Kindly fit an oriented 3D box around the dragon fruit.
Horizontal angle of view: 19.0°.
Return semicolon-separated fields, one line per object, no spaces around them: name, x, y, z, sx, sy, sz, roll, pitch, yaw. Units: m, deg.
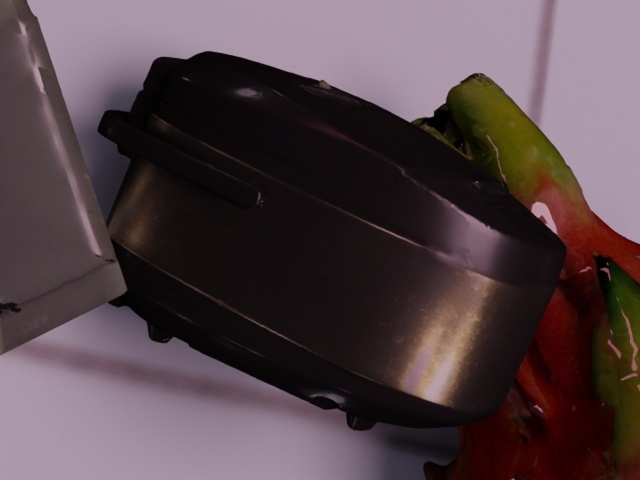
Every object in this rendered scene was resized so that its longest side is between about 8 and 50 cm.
dragon fruit;0.113;0.076;0.751;0.198;0.200;0.269;-33;70;-29

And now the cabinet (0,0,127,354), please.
cabinet;-0.179;-0.054;0.506;0.145;0.150;0.206;-28;106;-41

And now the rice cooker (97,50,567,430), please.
rice cooker;0.000;0.000;0.654;0.112;0.165;0.106;3;104;-66
